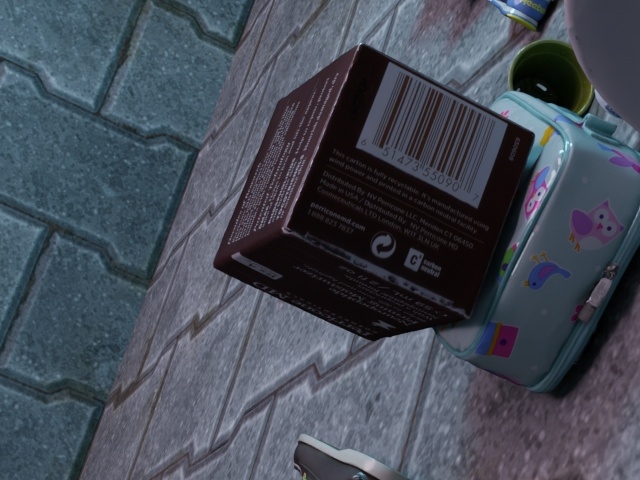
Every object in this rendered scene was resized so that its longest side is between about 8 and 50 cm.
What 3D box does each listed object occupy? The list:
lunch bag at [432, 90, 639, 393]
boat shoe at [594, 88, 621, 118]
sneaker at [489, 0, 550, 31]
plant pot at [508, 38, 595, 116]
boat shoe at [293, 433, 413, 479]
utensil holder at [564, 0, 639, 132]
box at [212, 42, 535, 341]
[{"bbox_3d":[0.177,-0.010,1.257,0.224,0.108,0.279,-61,15,11],"label":"lunch bag"},{"bbox_3d":[0.286,-0.195,1.277,0.083,0.065,0.183,-41,34,54],"label":"boat shoe"},{"bbox_3d":[0.223,-0.280,1.663,0.059,0.053,0.144,-62,23,16],"label":"sneaker"},{"bbox_3d":[0.213,-0.142,1.432,0.079,0.083,0.083,124,168,-78],"label":"plant pot"},{"bbox_3d":[0.017,0.242,1.468,0.068,0.081,0.228,-64,16,-10],"label":"boat shoe"},{"bbox_3d":[0.300,-0.259,0.794,0.327,0.327,0.385,-44,28,56],"label":"utensil holder"},{"bbox_3d":[0.039,-0.031,1.217,0.167,0.168,0.203,-69,15,-16],"label":"box"}]
